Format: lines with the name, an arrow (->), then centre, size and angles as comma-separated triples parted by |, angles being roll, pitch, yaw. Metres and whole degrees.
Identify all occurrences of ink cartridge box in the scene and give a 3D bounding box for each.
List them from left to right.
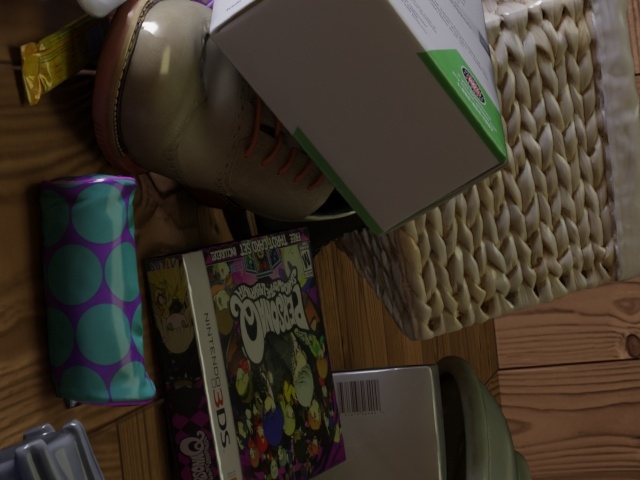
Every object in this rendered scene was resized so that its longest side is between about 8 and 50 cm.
ink cartridge box -> 0.031, -0.173, 1.358 | 0.211, 0.121, 0.289 | 50, 20, -24

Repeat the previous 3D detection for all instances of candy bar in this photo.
candy bar -> -0.171, -0.129, 1.213 | 0.161, 0.018, 0.040 | -60, 146, -69

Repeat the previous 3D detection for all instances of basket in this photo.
basket -> 0.131, -0.125, 1.759 | 0.328, 0.266, 0.331 | -129, -158, -58

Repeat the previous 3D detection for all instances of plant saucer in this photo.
plant saucer -> 0.157, 0.327, 1.934 | 0.400, 0.100, 0.400 | -173, -90, -83

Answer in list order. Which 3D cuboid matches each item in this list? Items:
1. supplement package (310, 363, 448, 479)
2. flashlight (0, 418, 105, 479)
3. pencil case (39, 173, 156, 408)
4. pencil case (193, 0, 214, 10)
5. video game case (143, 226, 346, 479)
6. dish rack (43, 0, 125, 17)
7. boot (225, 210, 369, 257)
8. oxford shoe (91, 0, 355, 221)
supplement package -> 0.049, 0.190, 1.717 | 0.244, 0.139, 0.134 | 35, 50, -84
flashlight -> -0.109, 0.248, 0.957 | 0.103, 0.103, 0.304 | -24, 96, -49
pencil case -> -0.145, 0.032, 1.158 | 0.070, 0.064, 0.152 | -1, 86, -61
pencil case -> -0.090, -0.219, 1.476 | 0.086, 0.088, 0.206 | -59, 170, 9
video game case -> -0.056, 0.103, 1.449 | 0.232, 0.042, 0.210 | -12, 93, -65
dish rack -> -0.174, -0.325, 1.168 | 0.285, 0.072, 0.333 | -63, 145, -68
boot -> 0.000, 0.000, 1.635 | 0.198, 0.137, 0.077 | 67, 22, -54
oxford shoe -> -0.056, -0.095, 1.355 | 0.397, 0.146, 0.140 | 23, 83, -74
